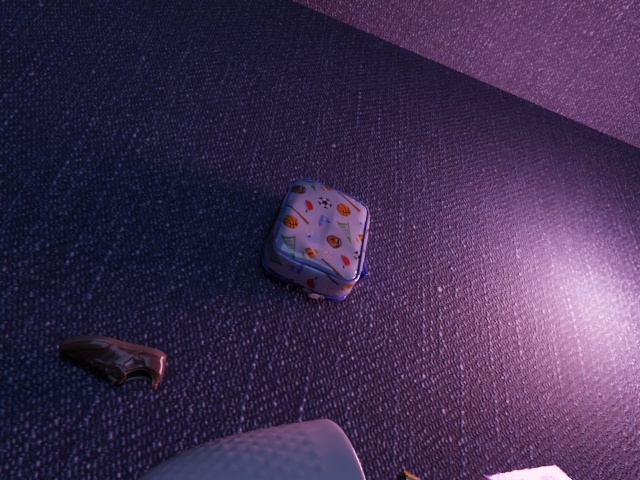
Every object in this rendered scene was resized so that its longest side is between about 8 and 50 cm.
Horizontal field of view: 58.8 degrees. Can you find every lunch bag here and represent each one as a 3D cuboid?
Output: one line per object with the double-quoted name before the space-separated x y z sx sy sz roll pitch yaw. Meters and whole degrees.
"lunch bag" 0.000 0.000 1.358 0.243 0.115 0.303 24 46 -9

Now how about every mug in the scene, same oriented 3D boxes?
"mug" -0.117 0.476 0.828 0.328 0.276 0.374 -3 85 -21

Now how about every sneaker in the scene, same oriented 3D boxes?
"sneaker" -0.376 0.221 1.024 0.188 0.066 0.071 12 50 -16

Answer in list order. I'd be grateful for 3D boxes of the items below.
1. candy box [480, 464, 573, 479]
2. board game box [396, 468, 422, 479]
"candy box" 0.434 0.523 1.103 0.196 0.070 0.165 3 14 -24
"board game box" 0.264 0.524 1.048 0.259 0.136 0.030 31 89 0
